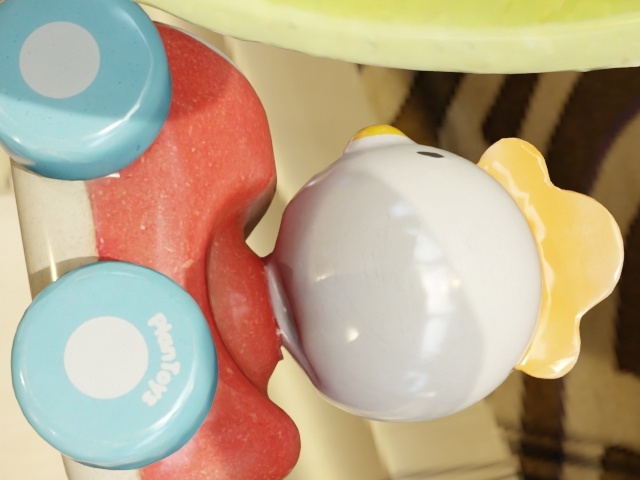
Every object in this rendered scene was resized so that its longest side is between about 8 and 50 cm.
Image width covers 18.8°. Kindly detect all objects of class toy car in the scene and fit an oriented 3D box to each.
[{"bbox_3d":[0.000,0.000,0.788,0.219,0.238,0.210,90,170,-76],"label":"toy car"}]

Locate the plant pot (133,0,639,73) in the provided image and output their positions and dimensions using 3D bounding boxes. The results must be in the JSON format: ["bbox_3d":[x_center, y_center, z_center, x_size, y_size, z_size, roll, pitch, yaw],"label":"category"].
[{"bbox_3d":[0.026,-0.214,0.327,0.276,0.276,0.254,-54,12,54],"label":"plant pot"}]
